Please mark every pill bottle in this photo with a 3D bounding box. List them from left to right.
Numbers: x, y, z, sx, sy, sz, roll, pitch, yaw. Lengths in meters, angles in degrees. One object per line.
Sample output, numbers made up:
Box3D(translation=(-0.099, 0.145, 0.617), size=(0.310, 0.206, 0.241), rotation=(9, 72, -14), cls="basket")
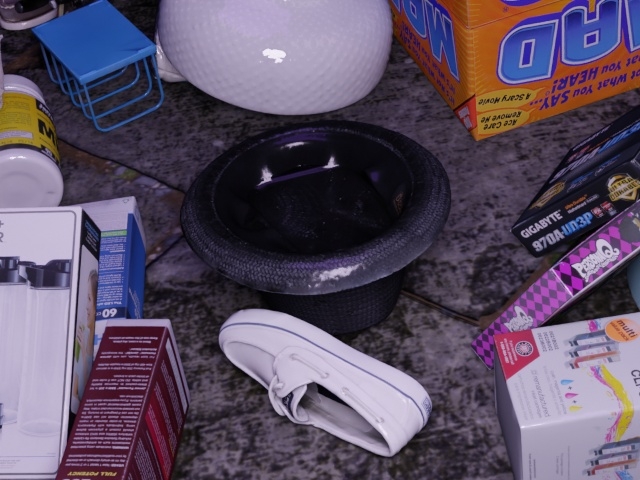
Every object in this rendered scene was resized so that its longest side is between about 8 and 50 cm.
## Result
Box3D(translation=(-0.408, -0.124, 1.766), size=(0.119, 0.119, 0.208), rotation=(-14, 42, -5), cls="pill bottle")

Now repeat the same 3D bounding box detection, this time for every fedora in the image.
Box3D(translation=(0.000, 0.000, 1.518), size=(0.334, 0.152, 0.334), rotation=(-7, 34, 4), cls="fedora")

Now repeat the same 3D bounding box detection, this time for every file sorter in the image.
Box3D(translation=(-0.313, -0.248, 1.899), size=(0.118, 0.104, 0.170), rotation=(-28, 44, -19), cls="file sorter")

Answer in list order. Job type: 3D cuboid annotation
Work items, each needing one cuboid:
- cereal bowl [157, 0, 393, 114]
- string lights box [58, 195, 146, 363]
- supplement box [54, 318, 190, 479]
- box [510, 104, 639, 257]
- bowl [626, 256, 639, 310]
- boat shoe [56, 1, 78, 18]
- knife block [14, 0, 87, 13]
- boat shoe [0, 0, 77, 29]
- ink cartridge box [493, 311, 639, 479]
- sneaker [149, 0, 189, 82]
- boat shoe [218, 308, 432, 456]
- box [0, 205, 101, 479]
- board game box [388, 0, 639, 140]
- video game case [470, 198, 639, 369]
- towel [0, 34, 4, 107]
Box3D(translation=(-0.057, -0.334, 1.854), size=(0.339, 0.141, 0.339), rotation=(6, 45, -6), cls="cereal bowl")
Box3D(translation=(-0.279, 0.064, 1.561), size=(0.133, 0.076, 0.259), rotation=(-8, 41, 3), cls="string lights box")
Box3D(translation=(-0.197, 0.207, 1.345), size=(0.073, 0.130, 0.239), rotation=(-1, 41, 9), cls="supplement box")
Box3D(translation=(0.335, -0.083, 1.527), size=(0.051, 0.220, 0.175), rotation=(46, 55, -7), cls="box")
Box3D(translation=(0.493, -0.021, 1.448), size=(0.311, 0.163, 0.311), rotation=(-6, 40, 5), cls="bowl")
Box3D(translation=(-0.381, -0.327, 2.045), size=(0.049, 0.056, 0.152), rotation=(1, 41, -8), cls="boat shoe")
Box3D(translation=(-0.369, -0.419, 2.039), size=(0.242, 0.088, 0.275), rotation=(-14, 19, -7), cls="knife block")
Box3D(translation=(-0.419, -0.457, 2.160), size=(0.117, 0.096, 0.324), rotation=(16, 47, 26), cls="boat shoe")
Box3D(translation=(0.269, 0.163, 1.307), size=(0.176, 0.127, 0.128), rotation=(-9, 41, -1), cls="ink cartridge box")
Box3D(translation=(-0.193, -0.323, 1.989), size=(0.110, 0.107, 0.275), rotation=(8, 45, -9), cls="sneaker")
Box3D(translation=(-0.012, 0.149, 1.402), size=(0.258, 0.095, 0.084), rotation=(18, 44, 29), cls="boat shoe")
Box3D(translation=(-0.329, 0.113, 1.403), size=(0.169, 0.087, 0.290), rotation=(0, 72, 6), cls="box")
Box3D(translation=(0.285, -0.417, 1.785), size=(0.356, 0.356, 0.356), rotation=(-18, 42, -10), cls="board game box")
Box3D(translation=(0.278, 0.032, 1.389), size=(0.210, 0.232, 0.042), rotation=(-32, 78, -25), cls="video game case")
Box3D(translation=(-0.510, -0.145, 1.763), size=(0.282, 0.049, 0.187), rotation=(-43, 36, 20), cls="towel")
